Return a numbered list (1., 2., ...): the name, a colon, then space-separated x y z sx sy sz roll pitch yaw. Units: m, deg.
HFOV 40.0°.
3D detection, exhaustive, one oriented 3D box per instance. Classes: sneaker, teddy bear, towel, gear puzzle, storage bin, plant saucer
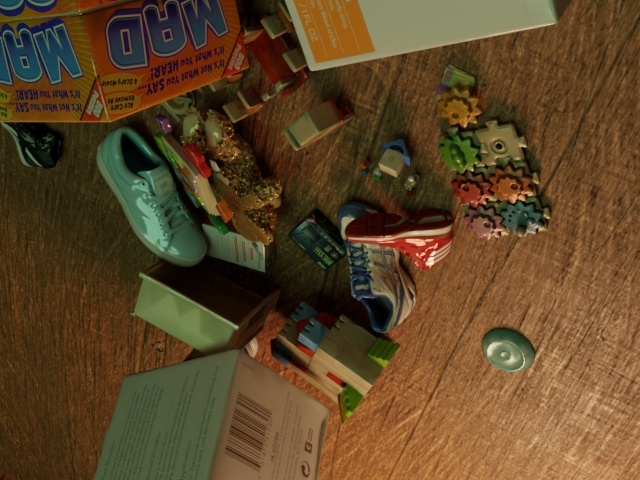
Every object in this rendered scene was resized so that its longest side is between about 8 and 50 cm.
1. sneaker: -0.381 -0.101 2.018 0.366 0.135 0.150 51 149 -2
2. teddy bear: -0.176 -0.150 1.887 0.338 0.113 0.245 53 152 -18
3. sneaker: 0.164 0.013 1.808 0.221 0.087 0.128 -2 127 11
4. towel: 0.249 -0.278 1.619 0.060 0.009 0.083 25 133 12
5. gear puzzle: 0.309 -0.139 1.653 0.175 0.044 0.339 -6 121 35
6. sneaker: 0.111 0.060 1.876 0.111 0.131 0.296 -14 114 40
7. storage bin: -0.264 0.140 2.084 0.262 0.260 0.123 27 116 12
8. plant saucer: 0.404 0.245 1.909 0.119 0.021 0.119 17 131 20
9. sneaker: -0.705 -0.275 2.169 0.121 0.079 0.217 6 134 24

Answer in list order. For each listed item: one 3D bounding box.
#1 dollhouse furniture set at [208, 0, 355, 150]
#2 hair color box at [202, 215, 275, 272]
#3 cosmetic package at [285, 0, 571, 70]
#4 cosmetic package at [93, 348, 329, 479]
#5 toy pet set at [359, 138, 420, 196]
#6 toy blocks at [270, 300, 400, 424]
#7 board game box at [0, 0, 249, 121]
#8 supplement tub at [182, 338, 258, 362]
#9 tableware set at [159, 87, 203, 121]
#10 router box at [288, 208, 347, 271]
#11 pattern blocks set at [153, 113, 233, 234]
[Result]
1. dollhouse furniture set: -0.059 -0.316 1.727 0.262 0.135 0.259 -32 92 42
2. hair color box: -0.192 0.006 2.074 0.167 0.053 0.093 17 129 23
3. cosmetic package: 0.163 -0.443 1.443 0.453 0.161 0.230 -5 120 33
4. cosmetic package: -0.247 0.483 1.986 0.393 0.329 0.327 -17 138 37
5. toy pet set: 0.144 -0.157 1.757 0.122 0.065 0.114 27 168 16
6. toy blocks: 0.013 0.255 2.030 0.261 0.191 0.381 35 157 7
7. board game box: -0.406 -0.436 1.598 0.356 0.356 0.356 6 117 39
8. supplement tub: -0.261 0.313 2.245 0.144 0.200 0.144 17 131 21
9. tableware set: -0.356 -0.349 1.917 0.194 0.039 0.128 44 134 -5
10. router box: 0.000 0.000 1.961 0.122 0.038 0.092 45 135 -5
11. pattern blocks set: -0.282 -0.139 1.912 0.285 0.026 0.325 43 162 38
